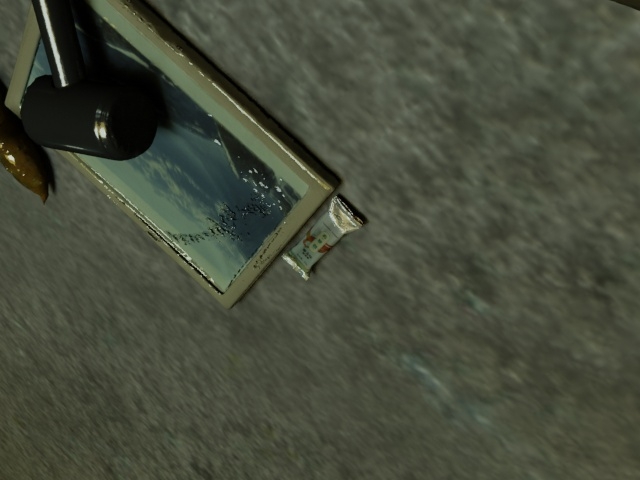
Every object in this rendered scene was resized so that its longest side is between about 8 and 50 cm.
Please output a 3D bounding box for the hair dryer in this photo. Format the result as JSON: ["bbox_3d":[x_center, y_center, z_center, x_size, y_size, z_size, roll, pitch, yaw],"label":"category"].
[{"bbox_3d":[-0.218,-0.192,0.695,0.114,0.070,0.248,13,122,31],"label":"hair dryer"}]

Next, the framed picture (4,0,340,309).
[{"bbox_3d":[-0.163,-0.099,0.781,0.335,0.022,0.247,43,138,-1],"label":"framed picture"}]

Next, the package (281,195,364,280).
[{"bbox_3d":[0.000,0.000,0.743,0.037,0.015,0.110,47,136,3],"label":"package"}]

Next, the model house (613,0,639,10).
[{"bbox_3d":[0.100,-0.233,0.369,0.243,0.204,0.211,38,98,38],"label":"model house"}]

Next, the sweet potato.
[{"bbox_3d":[-0.382,-0.151,0.874,0.067,0.067,0.274,-12,119,42],"label":"sweet potato"}]
